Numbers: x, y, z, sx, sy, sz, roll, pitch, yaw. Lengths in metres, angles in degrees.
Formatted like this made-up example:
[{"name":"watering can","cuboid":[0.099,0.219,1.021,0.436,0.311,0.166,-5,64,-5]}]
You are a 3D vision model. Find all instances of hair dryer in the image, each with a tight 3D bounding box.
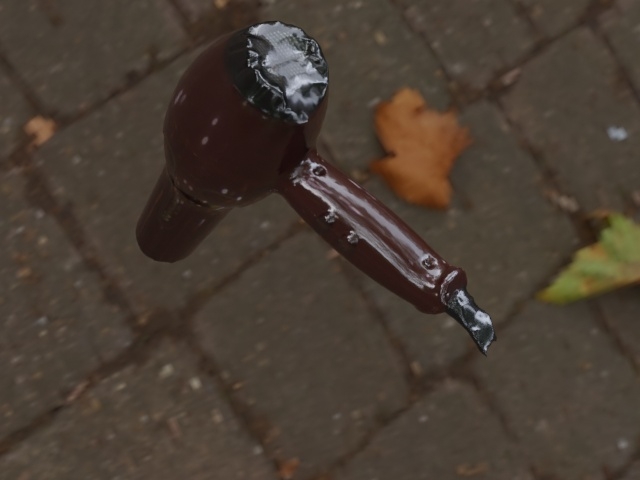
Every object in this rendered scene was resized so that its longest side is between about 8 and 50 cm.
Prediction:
[{"name":"hair dryer","cuboid":[0.000,0.000,1.670,0.340,0.312,0.123,41,54,8]}]
